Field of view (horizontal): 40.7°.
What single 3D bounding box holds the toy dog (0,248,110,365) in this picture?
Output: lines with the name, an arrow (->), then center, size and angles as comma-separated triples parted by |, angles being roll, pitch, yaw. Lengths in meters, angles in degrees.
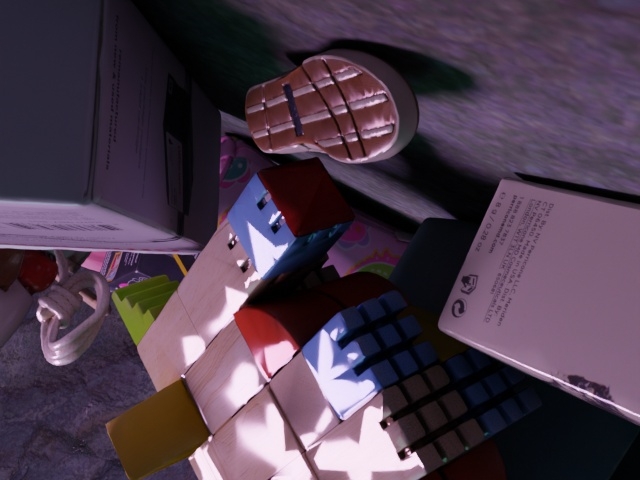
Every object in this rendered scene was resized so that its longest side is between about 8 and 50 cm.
toy dog -> -0.276, -0.050, 0.832 | 0.220, 0.334, 0.161 | -9, 137, 37

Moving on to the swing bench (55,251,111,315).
swing bench -> -0.367, -0.051, 1.391 | 0.254, 0.253, 0.165 | 22, 161, 50

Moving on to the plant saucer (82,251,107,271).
plant saucer -> -0.400, -0.085, 1.645 | 0.332, 0.084, 0.332 | 20, -140, -18

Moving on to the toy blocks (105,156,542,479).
toy blocks -> 0.019, 0.124, 0.560 | 0.190, 0.261, 0.381 | -17, -111, -38

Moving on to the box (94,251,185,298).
box -> -0.164, 0.034, 1.240 | 0.247, 0.163, 0.142 | 28, 150, -30

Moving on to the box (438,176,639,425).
box -> 0.187, 0.052, 0.376 | 0.113, 0.094, 0.275 | 27, 177, -33

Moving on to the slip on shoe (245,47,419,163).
slip on shoe -> 0.010, -0.062, 0.406 | 0.041, 0.052, 0.135 | -18, -171, -26

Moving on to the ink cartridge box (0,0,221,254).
ink cartridge box -> -0.204, -0.068, 0.584 | 0.223, 0.129, 0.307 | 2, 175, 5

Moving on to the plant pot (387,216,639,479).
plant pot -> 0.163, 0.087, 0.660 | 0.234, 0.166, 0.165 | 33, -178, 39

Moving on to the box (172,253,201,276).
box -> -0.038, 0.059, 1.047 | 0.257, 0.079, 0.322 | 26, -170, -31

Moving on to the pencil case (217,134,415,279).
pencil case -> 0.000, 0.000, 0.880 | 0.284, 0.124, 0.124 | 26, 177, -19
